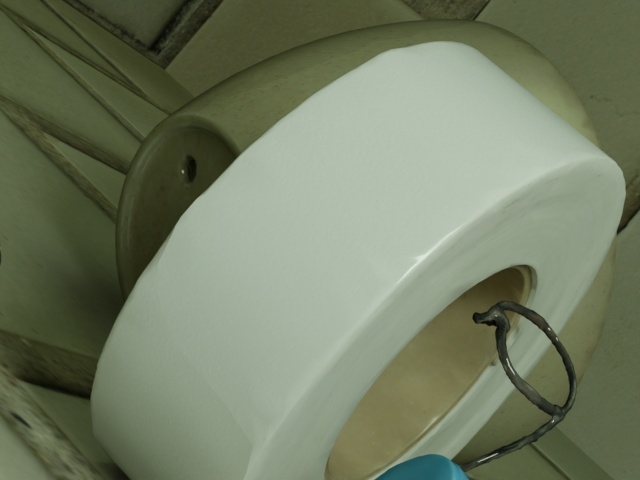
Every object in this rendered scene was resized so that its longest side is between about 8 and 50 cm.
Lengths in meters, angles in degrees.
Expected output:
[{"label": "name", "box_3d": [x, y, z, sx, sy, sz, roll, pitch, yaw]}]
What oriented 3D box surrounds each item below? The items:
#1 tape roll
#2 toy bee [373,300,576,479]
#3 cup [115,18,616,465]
[{"label": "tape roll", "box_3d": [0.024, 0.041, 0.792, 0.100, 0.286, 0.286, 42, 5, 22]}, {"label": "toy bee", "box_3d": [0.030, 0.169, 0.673, 0.195, 0.162, 0.298, 59, 27, 3]}, {"label": "cup", "box_3d": [0.000, 0.000, 1.083, 0.237, 0.331, 0.331, 1, 31, -40]}]
